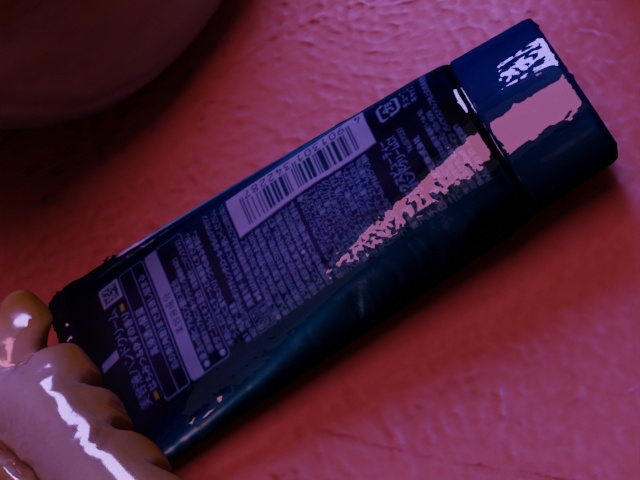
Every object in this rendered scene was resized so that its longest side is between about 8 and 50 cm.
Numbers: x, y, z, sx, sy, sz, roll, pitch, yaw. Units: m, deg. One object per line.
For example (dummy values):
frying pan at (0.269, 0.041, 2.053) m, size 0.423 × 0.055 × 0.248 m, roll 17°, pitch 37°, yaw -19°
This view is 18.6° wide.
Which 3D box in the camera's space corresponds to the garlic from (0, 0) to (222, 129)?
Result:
garlic at (-0.165, -0.203, 0.954) m, size 0.231 × 0.246 × 0.340 m, roll 13°, pitch 84°, yaw 37°

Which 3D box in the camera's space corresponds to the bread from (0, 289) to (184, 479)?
bread at (-0.120, 0.123, 0.830) m, size 0.134 × 0.081 × 0.225 m, roll -47°, pitch 54°, yaw 5°

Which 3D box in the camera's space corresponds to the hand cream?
hand cream at (0.000, 0.000, 0.883) m, size 0.270 × 0.061 × 0.120 m, roll -31°, pitch 53°, yaw 6°
